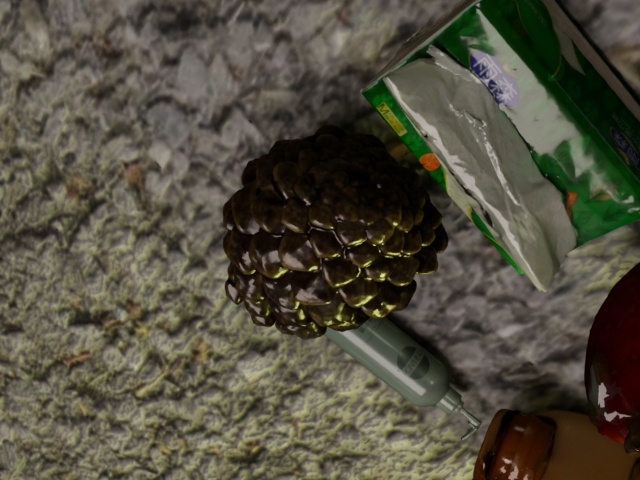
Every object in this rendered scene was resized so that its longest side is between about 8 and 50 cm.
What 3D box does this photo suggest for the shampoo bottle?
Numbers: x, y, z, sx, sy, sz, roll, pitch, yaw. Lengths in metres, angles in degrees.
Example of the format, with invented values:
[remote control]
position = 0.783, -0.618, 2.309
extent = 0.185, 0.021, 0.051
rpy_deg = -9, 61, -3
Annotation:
[shampoo bottle]
position = 0.089, 0.130, 1.139
extent = 0.195, 0.056, 0.056
rpy_deg = 37, 137, 0

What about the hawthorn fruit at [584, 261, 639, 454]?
[hawthorn fruit]
position = 0.294, 0.097, 0.863
extent = 0.185, 0.202, 0.185
rpy_deg = 36, 147, 28

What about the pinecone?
[pinecone]
position = 0.004, 0.002, 0.997
extent = 0.184, 0.179, 0.204
rpy_deg = 48, 139, 22

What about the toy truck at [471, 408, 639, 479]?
[toy truck]
position = 0.223, 0.315, 1.062
extent = 0.204, 0.288, 0.211
rpy_deg = 20, 158, 16

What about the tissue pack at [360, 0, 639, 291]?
[tissue pack]
position = 0.147, -0.080, 0.856
extent = 0.209, 0.156, 0.148
rpy_deg = 49, 133, -9
